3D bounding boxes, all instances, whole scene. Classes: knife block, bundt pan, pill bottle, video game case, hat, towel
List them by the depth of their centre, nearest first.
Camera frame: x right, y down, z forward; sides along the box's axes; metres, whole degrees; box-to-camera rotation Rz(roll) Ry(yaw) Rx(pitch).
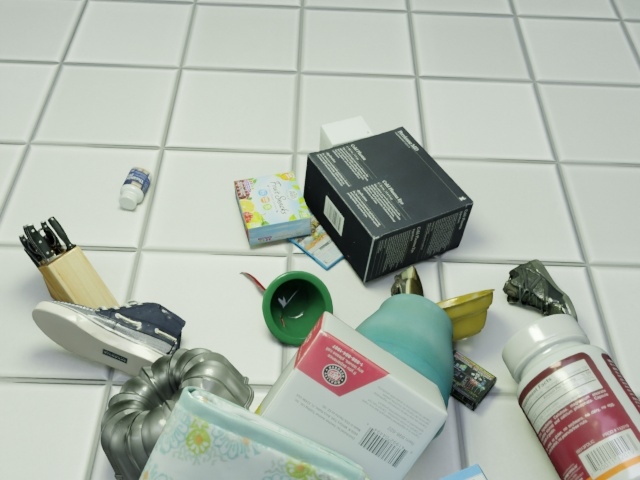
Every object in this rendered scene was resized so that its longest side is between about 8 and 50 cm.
[{"bbox_3d":[-0.131,0.467,1.273,0.374,0.090,0.321,26,90,0],"label":"towel"},{"bbox_3d":[-0.306,0.339,1.519,0.330,0.124,0.331,-23,24,11],"label":"bundt pan"},{"bbox_3d":[0.557,0.366,1.581,0.223,0.224,0.392,-12,50,-13],"label":"pill bottle"},{"bbox_3d":[-0.593,0.073,1.765,0.275,0.242,0.088,35,57,24],"label":"knife block"},{"bbox_3d":[-0.077,0.151,1.869,0.172,0.183,0.209,-21,95,-12],"label":"hat"},{"bbox_3d":[0.000,0.000,2.009,0.119,0.015,0.166,-36,60,-28],"label":"video game case"},{"bbox_3d":[-0.518,-0.146,2.076,0.067,0.067,0.120,9,49,5],"label":"pill bottle"}]

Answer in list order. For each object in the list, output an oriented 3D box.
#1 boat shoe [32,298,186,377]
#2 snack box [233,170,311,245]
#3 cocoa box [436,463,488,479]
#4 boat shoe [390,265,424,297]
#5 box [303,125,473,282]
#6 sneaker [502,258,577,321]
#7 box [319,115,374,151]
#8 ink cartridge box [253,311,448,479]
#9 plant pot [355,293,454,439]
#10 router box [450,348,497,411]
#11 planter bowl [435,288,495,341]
[{"bbox_3d":[-0.477,0.195,1.728,0.340,0.127,0.158,27,45,-5],"label":"boat shoe"},{"bbox_3d":[-0.132,-0.091,2.036,0.174,0.070,0.207,-10,46,-10],"label":"snack box"},{"bbox_3d":[0.202,0.590,1.284,0.231,0.347,0.228,-16,51,-17],"label":"cocoa box"},{"bbox_3d":[0.210,0.128,1.828,0.073,0.080,0.223,-25,12,14],"label":"boat shoe"},{"bbox_3d":[0.171,-0.105,1.991,0.312,0.179,0.343,-19,53,-22],"label":"box"},{"bbox_3d":[0.540,0.149,1.863,0.130,0.087,0.228,-16,48,-14],"label":"sneaker"},{"bbox_3d":[0.071,-0.252,2.129,0.130,0.171,0.091,-15,51,-17],"label":"box"},{"bbox_3d":[0.011,0.375,1.399,0.279,0.385,0.160,34,8,-4],"label":"ink cartridge box"},{"bbox_3d":[0.175,0.262,1.637,0.271,0.272,0.255,19,43,13],"label":"plant pot"},{"bbox_3d":[0.333,0.323,1.729,0.122,0.038,0.092,34,56,23],"label":"router box"},{"bbox_3d":[0.324,0.188,1.782,0.217,0.217,0.091,-16,87,-16],"label":"planter bowl"}]
